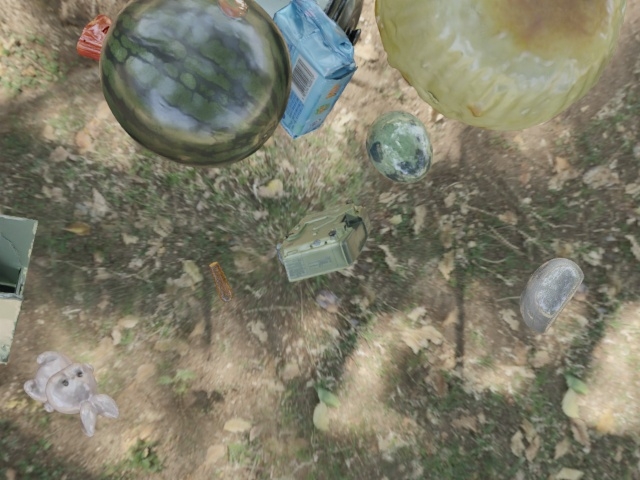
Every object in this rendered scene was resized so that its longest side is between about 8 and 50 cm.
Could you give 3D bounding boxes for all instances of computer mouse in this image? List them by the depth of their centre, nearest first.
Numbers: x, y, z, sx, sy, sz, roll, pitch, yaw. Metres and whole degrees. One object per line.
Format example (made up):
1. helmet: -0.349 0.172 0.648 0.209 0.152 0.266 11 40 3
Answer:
1. computer mouse: 0.208 0.049 0.684 0.039 0.096 0.066 36 79 20

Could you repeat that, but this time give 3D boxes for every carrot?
1. carrot: -0.216 0.092 1.622 0.032 0.032 0.093 -22 106 -3

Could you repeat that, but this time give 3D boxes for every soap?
1. soap: -0.032 -0.296 1.298 0.077 0.293 0.156 -35 85 -22

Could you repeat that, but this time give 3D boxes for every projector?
1. projector: 0.000 0.000 1.642 0.194 0.269 0.088 -16 105 18

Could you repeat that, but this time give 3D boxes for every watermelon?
1. watermelon: -0.138 -0.185 0.826 0.212 0.212 0.212 0 89 -3

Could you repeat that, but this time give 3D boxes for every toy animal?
1. toy animal: -0.488 0.293 1.476 0.213 0.124 0.124 13 89 37

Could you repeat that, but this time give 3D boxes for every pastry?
1. pastry: 0.264 -0.361 1.149 0.389 0.313 0.388 1 86 -19

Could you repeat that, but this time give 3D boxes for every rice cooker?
1. rice cooker: -0.026 -0.445 1.461 0.227 0.280 0.241 27 51 5

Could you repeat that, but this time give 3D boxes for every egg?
1. egg: 0.172 -0.199 1.598 0.141 0.141 0.181 -21 53 -3

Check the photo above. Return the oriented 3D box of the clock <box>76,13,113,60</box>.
1. clock: -0.433 -0.431 1.620 0.155 0.061 0.113 21 48 7

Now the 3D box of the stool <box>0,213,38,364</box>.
1. stool: -0.764 0.105 1.698 0.171 0.243 0.269 13 134 -22
